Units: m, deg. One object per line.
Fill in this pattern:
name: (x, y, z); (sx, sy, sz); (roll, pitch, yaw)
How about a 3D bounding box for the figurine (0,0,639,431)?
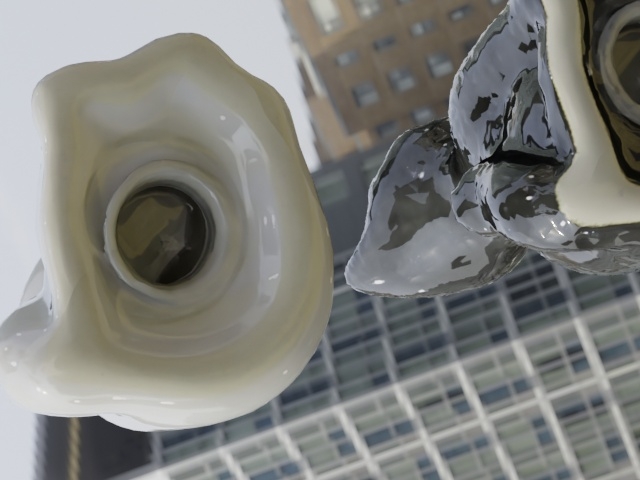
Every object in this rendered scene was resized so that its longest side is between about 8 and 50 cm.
figurine: (0.000, 0.000, 0.455); (0.209, 0.214, 0.092); (136, 115, -73)
